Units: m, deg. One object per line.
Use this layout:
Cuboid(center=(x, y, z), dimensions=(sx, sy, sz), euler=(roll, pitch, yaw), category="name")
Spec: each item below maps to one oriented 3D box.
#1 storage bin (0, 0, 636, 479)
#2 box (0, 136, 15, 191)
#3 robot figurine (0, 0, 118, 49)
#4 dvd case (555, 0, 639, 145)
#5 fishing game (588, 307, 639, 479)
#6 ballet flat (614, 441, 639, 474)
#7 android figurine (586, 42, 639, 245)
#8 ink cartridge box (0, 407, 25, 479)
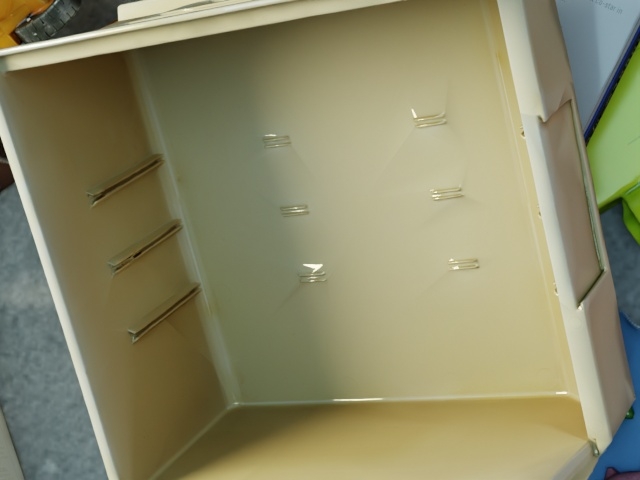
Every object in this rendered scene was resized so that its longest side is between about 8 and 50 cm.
Cuboid(center=(0.000, 0.000, 0.735), dimensions=(0.260, 0.123, 0.262), euler=(-5, 108, 29), category="storage bin")
Cuboid(center=(-0.321, -0.087, 0.881), dimensions=(0.168, 0.167, 0.203), euler=(-35, 79, 9), category="box")
Cuboid(center=(-0.086, -0.183, 0.843), dimensions=(0.291, 0.085, 0.211), euler=(-43, 118, 3), category="robot figurine")
Cuboid(center=(0.072, -0.103, 0.802), dimensions=(0.179, 0.029, 0.238), euler=(28, 100, 15), category="dvd case")
Cuboid(center=(0.125, 0.117, 0.793), dimensions=(0.264, 0.041, 0.189), euler=(-33, 62, 20), category="fishing game")
Cuboid(center=(0.167, 0.191, 0.802), dimensions=(0.052, 0.057, 0.168), euler=(18, 91, 0), category="ballet flat")
Cuboid(center=(0.169, -0.121, 0.823), dimensions=(0.273, 0.056, 0.248), euler=(-33, 79, 11), category="android figurine")
Cuboid(center=(-0.238, 0.119, 0.877), dimensions=(0.062, 0.109, 0.209), euler=(-21, 82, 11), category="ink cartridge box")
